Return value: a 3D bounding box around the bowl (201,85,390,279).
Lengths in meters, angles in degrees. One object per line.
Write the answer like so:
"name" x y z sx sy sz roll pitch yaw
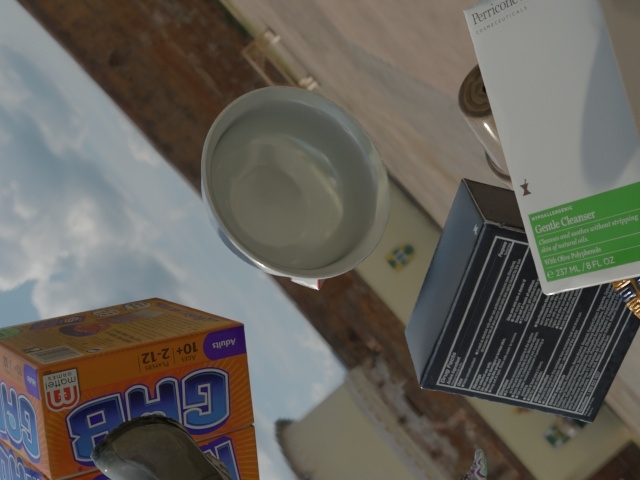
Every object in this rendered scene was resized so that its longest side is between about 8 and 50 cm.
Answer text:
"bowl" -0.056 -0.068 1.529 0.298 0.298 0.134 48 148 -6

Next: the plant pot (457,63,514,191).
"plant pot" 0.398 -0.250 2.070 0.229 0.263 0.263 30 -166 -39

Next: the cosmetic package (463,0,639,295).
"cosmetic package" 0.329 -0.139 1.224 0.197 0.155 0.365 -21 84 50

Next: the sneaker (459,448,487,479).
"sneaker" 0.246 0.400 1.741 0.038 0.069 0.098 71 -163 -65

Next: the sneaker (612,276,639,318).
"sneaker" 0.464 -0.026 1.467 0.112 0.131 0.296 -47 58 62

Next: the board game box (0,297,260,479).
"board game box" -0.352 0.321 1.796 0.357 0.356 0.356 8 106 57

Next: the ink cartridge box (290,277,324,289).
"ink cartridge box" 0.000 0.000 2.284 0.072 0.175 0.127 17 138 16

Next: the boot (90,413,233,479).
"boot" -0.125 0.283 1.091 0.161 0.083 0.246 47 -179 38

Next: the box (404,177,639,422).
"box" 0.321 0.092 1.610 0.294 0.296 0.182 13 -156 -12
